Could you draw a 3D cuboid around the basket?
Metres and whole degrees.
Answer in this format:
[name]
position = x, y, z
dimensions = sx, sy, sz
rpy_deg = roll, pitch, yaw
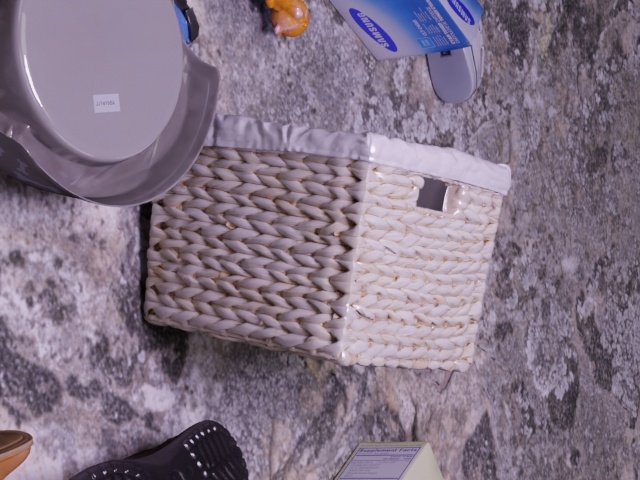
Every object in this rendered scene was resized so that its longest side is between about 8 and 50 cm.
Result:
[basket]
position = 0.000, 0.000, 2.141
dimensions = 0.328, 0.331, 0.266
rpy_deg = 9, 91, -55

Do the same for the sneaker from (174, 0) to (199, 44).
[sneaker]
position = -0.177, -0.230, 2.157
dimensions = 0.084, 0.058, 0.152
rpy_deg = -18, 95, -47

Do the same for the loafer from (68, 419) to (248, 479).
[loafer]
position = -0.214, 0.309, 1.952
dimensions = 0.366, 0.130, 0.134
rpy_deg = -15, 78, -59

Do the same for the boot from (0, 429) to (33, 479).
[boot]
position = -0.360, 0.290, 1.795
dimensions = 0.197, 0.073, 0.152
rpy_deg = -29, 117, -34

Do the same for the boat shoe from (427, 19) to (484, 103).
[boat shoe]
position = 0.199, -0.342, 2.720
dimensions = 0.084, 0.095, 0.258
rpy_deg = -37, 127, -56

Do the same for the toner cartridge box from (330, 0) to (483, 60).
[toner cartridge box]
position = 0.072, -0.390, 2.458
dimensions = 0.348, 0.165, 0.075
rpy_deg = 46, 50, -42

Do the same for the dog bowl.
[dog bowl]
position = -0.261, -0.207, 1.940
dimensions = 0.348, 0.102, 0.349
rpy_deg = 5, 84, -50

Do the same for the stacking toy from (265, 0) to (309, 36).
[stacking toy]
position = -0.079, -0.372, 2.264
dimensions = 0.175, 0.165, 0.302
rpy_deg = -56, 143, -23

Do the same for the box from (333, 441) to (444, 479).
[box]
position = 0.084, 0.428, 2.406
dimensions = 0.243, 0.117, 0.213
rpy_deg = -50, 125, -46
